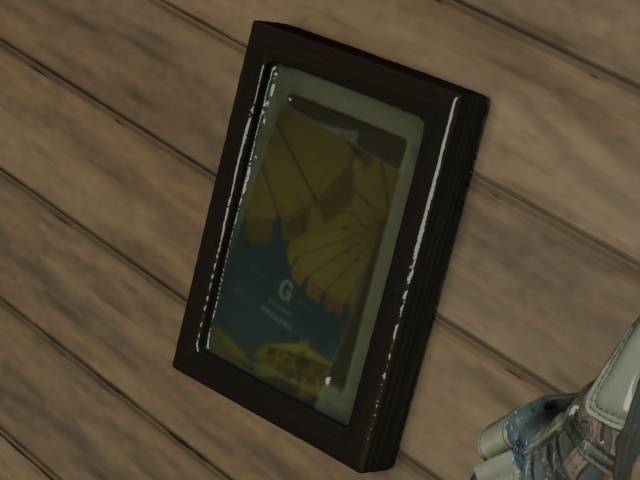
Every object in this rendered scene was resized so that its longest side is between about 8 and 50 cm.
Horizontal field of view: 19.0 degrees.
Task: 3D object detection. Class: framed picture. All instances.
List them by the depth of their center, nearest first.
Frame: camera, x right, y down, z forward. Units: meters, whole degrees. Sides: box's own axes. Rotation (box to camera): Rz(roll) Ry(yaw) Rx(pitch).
[{"bbox_3d":[0.000,0.000,0.843,0.128,0.023,0.168,25,106,41],"label":"framed picture"}]

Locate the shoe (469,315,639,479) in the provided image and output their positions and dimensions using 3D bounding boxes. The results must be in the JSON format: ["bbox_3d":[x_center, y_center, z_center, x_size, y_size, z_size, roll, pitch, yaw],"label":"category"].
[{"bbox_3d":[0.107,0.094,0.702,0.092,0.089,0.180,30,117,42],"label":"shoe"}]
